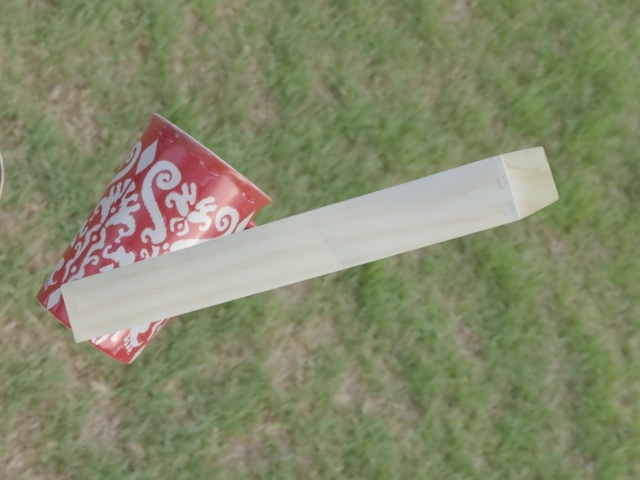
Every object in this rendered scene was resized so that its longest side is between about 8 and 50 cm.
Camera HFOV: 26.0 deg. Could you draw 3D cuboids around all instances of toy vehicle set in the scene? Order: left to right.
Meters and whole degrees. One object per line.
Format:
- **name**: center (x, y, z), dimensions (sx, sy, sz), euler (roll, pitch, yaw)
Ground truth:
- **toy vehicle set**: center (0.000, 0.000, 0.823), dimensions (0.166, 0.266, 0.035), euler (-18, 91, -72)

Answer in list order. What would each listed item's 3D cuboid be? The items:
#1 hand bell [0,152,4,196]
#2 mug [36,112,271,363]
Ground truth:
- **hand bell**: center (-0.220, 0.048, 0.710), dimensions (0.126, 0.242, 0.126), euler (4, 50, -5)
- **mug**: center (-0.120, 0.012, 1.078), dimensions (0.150, 0.113, 0.169), euler (38, 87, -25)
